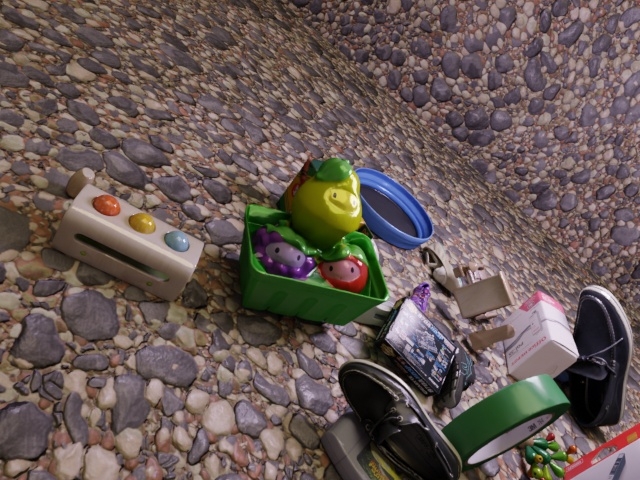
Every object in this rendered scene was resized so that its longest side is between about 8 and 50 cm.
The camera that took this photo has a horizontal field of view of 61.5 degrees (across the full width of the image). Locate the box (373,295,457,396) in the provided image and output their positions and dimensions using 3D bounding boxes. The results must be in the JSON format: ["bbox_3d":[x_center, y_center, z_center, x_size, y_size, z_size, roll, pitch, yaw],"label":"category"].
[{"bbox_3d":[0.265,0.289,1.475,0.220,0.051,0.175,46,47,-8],"label":"box"}]

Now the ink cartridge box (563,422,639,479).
[{"bbox_3d":[0.734,0.609,1.397,0.066,0.296,0.261,38,29,-2],"label":"ink cartridge box"}]

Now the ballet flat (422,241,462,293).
[{"bbox_3d":[0.442,0.104,1.990,0.086,0.086,0.248,20,34,-30],"label":"ballet flat"}]

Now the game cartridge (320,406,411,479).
[{"bbox_3d":[0.141,0.492,1.147,0.294,0.060,0.196,46,35,12],"label":"game cartridge"}]

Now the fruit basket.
[{"bbox_3d":[0.000,0.000,1.311,0.392,0.392,0.283,21,35,-28],"label":"fruit basket"}]

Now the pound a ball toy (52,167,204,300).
[{"bbox_3d":[-0.413,-0.038,1.165,0.319,0.135,0.208,30,31,-17],"label":"pound a ball toy"}]

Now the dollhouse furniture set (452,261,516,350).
[{"bbox_3d":[0.622,0.213,1.881,0.355,0.174,0.303,10,61,-56],"label":"dollhouse furniture set"}]

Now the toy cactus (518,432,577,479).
[{"bbox_3d":[0.610,0.586,1.505,0.180,0.112,0.219,42,37,25],"label":"toy cactus"}]

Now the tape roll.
[{"bbox_3d":[0.423,0.434,1.263,0.321,0.321,0.077,9,42,-42],"label":"tape roll"}]

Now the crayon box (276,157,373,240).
[{"bbox_3d":[0.005,-0.065,1.595,0.081,0.202,0.318,5,44,-44],"label":"crayon box"}]

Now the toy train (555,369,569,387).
[{"bbox_3d":[0.880,0.456,1.955,0.184,0.105,0.080,45,18,8],"label":"toy train"}]

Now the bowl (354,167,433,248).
[{"bbox_3d":[0.264,-0.124,2.087,0.391,0.077,0.391,28,32,-19],"label":"bowl"}]

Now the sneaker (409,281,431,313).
[{"bbox_3d":[0.323,0.186,1.739,0.068,0.071,0.170,35,31,-7],"label":"sneaker"}]

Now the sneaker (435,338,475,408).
[{"bbox_3d":[0.394,0.385,1.522,0.106,0.101,0.267,40,30,-3],"label":"sneaker"}]

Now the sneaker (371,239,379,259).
[{"bbox_3d":[0.119,-0.025,1.775,0.118,0.110,0.292,15,37,-50],"label":"sneaker"}]

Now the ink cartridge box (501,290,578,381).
[{"bbox_3d":[0.749,0.342,1.861,0.117,0.207,0.283,33,30,-7],"label":"ink cartridge box"}]

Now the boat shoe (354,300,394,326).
[{"bbox_3d":[0.138,0.192,1.538,0.228,0.079,0.081,23,15,-24],"label":"boat shoe"}]

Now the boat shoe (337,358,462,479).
[{"bbox_3d":[0.158,0.396,1.119,0.340,0.127,0.113,51,19,1],"label":"boat shoe"}]

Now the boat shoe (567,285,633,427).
[{"bbox_3d":[0.916,0.400,1.795,0.156,0.500,0.187,-10,12,-25],"label":"boat shoe"}]
